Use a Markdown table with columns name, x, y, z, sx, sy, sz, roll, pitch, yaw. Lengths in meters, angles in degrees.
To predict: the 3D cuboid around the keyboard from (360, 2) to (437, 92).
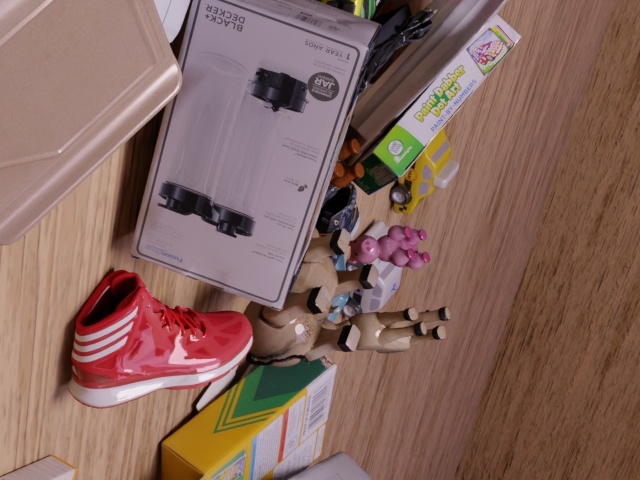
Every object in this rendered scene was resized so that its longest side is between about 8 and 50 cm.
| name | x | y | z | sx | sy | sz | roll | pitch | yaw |
| --- | --- | --- | --- | --- | --- | --- | --- | --- | --- |
| keyboard | 0.017 | -0.184 | 1.231 | 0.317 | 0.201 | 0.033 | -48 | 113 | -40 |

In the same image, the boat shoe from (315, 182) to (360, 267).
| name | x | y | z | sx | sy | sz | roll | pitch | yaw |
| --- | --- | --- | --- | --- | --- | --- | --- | --- | --- |
| boat shoe | 0.000 | 0.000 | 1.561 | 0.083 | 0.065 | 0.183 | 83 | 30 | -53 |

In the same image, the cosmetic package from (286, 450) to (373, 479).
| name | x | y | z | sx | sy | sz | roll | pitch | yaw |
| --- | --- | --- | --- | --- | --- | --- | --- | --- | --- |
| cosmetic package | 0.004 | 0.554 | 1.639 | 0.329 | 0.327 | 0.393 | -48 | 168 | 5 |

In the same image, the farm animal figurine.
| name | x | y | z | sx | sy | sz | roll | pitch | yaw |
| --- | --- | --- | --- | --- | --- | --- | --- | --- | --- |
| farm animal figurine | -0.004 | 0.055 | 1.391 | 0.330 | 0.172 | 0.327 | 62 | 36 | -16 |

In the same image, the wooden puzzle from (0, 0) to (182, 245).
| name | x | y | z | sx | sy | sz | roll | pitch | yaw |
| --- | --- | --- | --- | --- | --- | --- | --- | --- | --- |
| wooden puzzle | -0.214 | -0.120 | 0.830 | 0.221 | 0.044 | 0.239 | -45 | 159 | -12 |

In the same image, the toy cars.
| name | x | y | z | sx | sy | sz | roll | pitch | yaw |
| --- | --- | --- | --- | --- | --- | --- | --- | --- | --- |
| toy cars | 0.140 | -0.027 | 1.839 | 0.394 | 0.087 | 0.176 | -67 | 160 | 3 |

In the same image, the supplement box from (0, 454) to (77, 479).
| name | x | y | z | sx | sy | sz | roll | pitch | yaw |
| --- | --- | --- | --- | --- | --- | --- | --- | --- | --- |
| supplement box | -0.299 | 0.265 | 1.130 | 0.098 | 0.036 | 0.062 | -11 | 123 | -67 |

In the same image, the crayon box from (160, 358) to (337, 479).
| name | x | y | z | sx | sy | sz | roll | pitch | yaw |
| --- | --- | --- | --- | --- | --- | --- | --- | --- | --- |
| crayon box | -0.117 | 0.302 | 1.525 | 0.323 | 0.083 | 0.203 | -36 | 147 | -40 |

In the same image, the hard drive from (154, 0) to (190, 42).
| name | x | y | z | sx | sy | sz | roll | pitch | yaw |
| --- | --- | --- | --- | --- | --- | --- | --- | --- | --- |
| hard drive | -0.172 | -0.283 | 0.810 | 0.353 | 0.047 | 0.233 | -4 | 117 | -68 |

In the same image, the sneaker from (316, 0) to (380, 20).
| name | x | y | z | sx | sy | sz | roll | pitch | yaw |
| --- | --- | --- | --- | --- | --- | --- | --- | --- | --- |
| sneaker | 0.034 | -0.351 | 1.172 | 0.344 | 0.134 | 0.146 | -65 | 172 | 30 |

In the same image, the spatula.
| name | x | y | z | sx | sy | sz | roll | pitch | yaw |
| --- | --- | --- | --- | --- | --- | --- | --- | --- | --- |
| spatula | -0.101 | 0.184 | 1.580 | 0.242 | 0.019 | 0.168 | -55 | 153 | -31 |

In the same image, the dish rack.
| name | x | y | z | sx | sy | sz | roll | pitch | yaw |
| --- | --- | --- | --- | --- | --- | --- | --- | --- | --- |
| dish rack | 0.161 | -0.279 | 1.439 | 0.285 | 0.072 | 0.333 | -50 | -175 | -33 |

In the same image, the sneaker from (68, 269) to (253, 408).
| name | x | y | z | sx | sy | sz | roll | pitch | yaw |
| --- | --- | --- | --- | --- | --- | --- | --- | --- | --- |
| sneaker | -0.158 | 0.088 | 1.158 | 0.221 | 0.087 | 0.128 | -21 | 131 | -40 |

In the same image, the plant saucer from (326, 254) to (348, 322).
| name | x | y | z | sx | sy | sz | roll | pitch | yaw |
| --- | --- | --- | --- | --- | --- | --- | --- | --- | --- |
| plant saucer | 0.017 | 0.064 | 1.736 | 0.067 | 0.018 | 0.192 | -55 | 157 | -27 |

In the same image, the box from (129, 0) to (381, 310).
| name | x | y | z | sx | sy | sz | roll | pitch | yaw |
| --- | --- | --- | --- | --- | --- | --- | --- | --- | --- |
| box | -0.067 | -0.094 | 1.070 | 0.087 | 0.169 | 0.290 | -66 | 175 | -63 |

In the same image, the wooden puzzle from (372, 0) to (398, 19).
| name | x | y | z | sx | sy | sz | roll | pitch | yaw |
| --- | --- | --- | --- | --- | --- | --- | --- | --- | --- |
| wooden puzzle | 0.089 | -0.297 | 1.507 | 0.079 | 0.014 | 0.116 | -64 | 160 | -5 |

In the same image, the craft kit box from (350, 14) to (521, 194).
| name | x | y | z | sx | sy | sz | roll | pitch | yaw |
| --- | --- | --- | --- | --- | --- | --- | --- | --- | --- |
| craft kit box | 0.147 | -0.179 | 1.516 | 0.247 | 0.061 | 0.250 | -46 | -177 | -8 |
